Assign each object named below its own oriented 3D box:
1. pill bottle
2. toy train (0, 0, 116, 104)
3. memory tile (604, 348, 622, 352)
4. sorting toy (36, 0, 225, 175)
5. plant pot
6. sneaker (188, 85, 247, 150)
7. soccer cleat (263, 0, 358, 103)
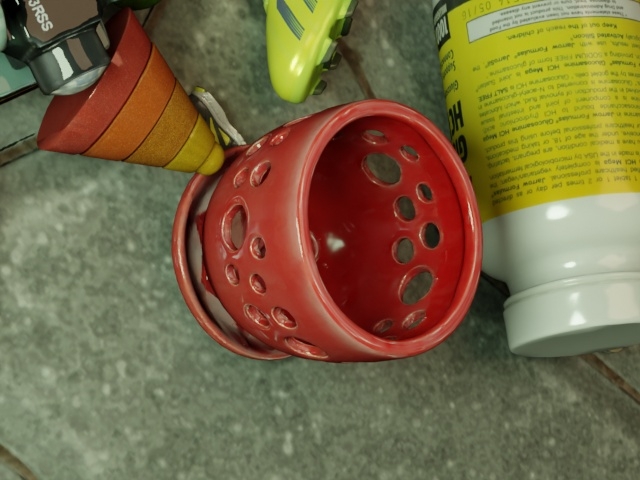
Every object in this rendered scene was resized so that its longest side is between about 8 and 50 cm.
[{"bbox_3d":[0.206,-0.077,1.694,0.188,0.188,0.334,4,72,-40],"label":"pill bottle"},{"bbox_3d":[-0.252,-0.241,1.357,0.142,0.190,0.334,-29,93,-25],"label":"toy train"},{"bbox_3d":[0.239,0.021,1.807,0.113,0.012,0.148,25,61,-32],"label":"memory tile"},{"bbox_3d":[-0.085,-0.183,1.510,0.126,0.127,0.365,34,56,-17],"label":"sorting toy"},{"bbox_3d":[0.000,0.000,1.489,0.191,0.174,0.191,7,79,-39],"label":"plant pot"},{"bbox_3d":[-0.085,-0.082,1.557,0.035,0.031,0.083,-39,114,-10],"label":"sneaker"},{"bbox_3d":[-0.019,-0.246,1.645,0.121,0.093,0.289,13,68,-4],"label":"soccer cleat"}]
